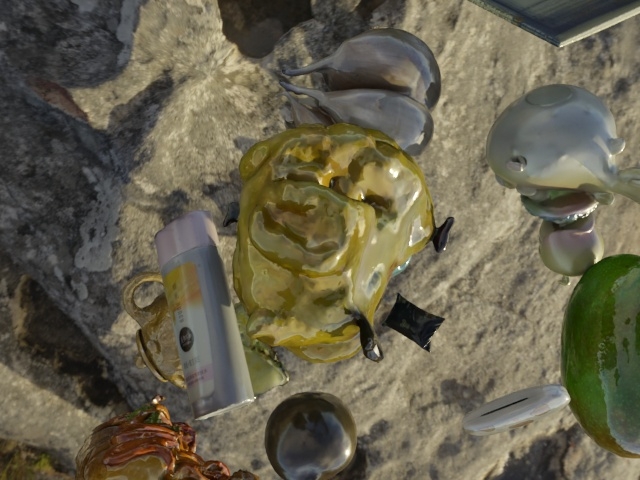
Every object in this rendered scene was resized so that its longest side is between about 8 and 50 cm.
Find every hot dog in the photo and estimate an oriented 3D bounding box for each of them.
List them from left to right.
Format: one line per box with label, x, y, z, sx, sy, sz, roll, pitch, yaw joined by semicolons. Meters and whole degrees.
hot dog;-0.169;0.241;0.523;0.158;0.349;0.117;44;61;-4

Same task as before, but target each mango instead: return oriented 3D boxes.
mango;0.545;0.209;0.903;0.201;0.225;0.382;-6;103;1

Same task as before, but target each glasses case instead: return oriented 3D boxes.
glasses case;0.288;0.254;0.752;0.164;0.041;0.063;-35;135;31

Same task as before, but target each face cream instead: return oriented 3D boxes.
face cream;-0.161;0.098;0.688;0.107;0.269;0.073;-28;159;29

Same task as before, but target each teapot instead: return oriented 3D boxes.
teapot;-0.301;0.198;1.011;0.167;0.203;0.311;-29;122;-10

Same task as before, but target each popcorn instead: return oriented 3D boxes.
popcorn;0.000;0.000;0.635;0.280;0.316;0.298;18;106;19

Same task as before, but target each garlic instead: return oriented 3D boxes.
garlic;0.073;-0.212;0.819;0.292;0.237;0.210;25;64;-54

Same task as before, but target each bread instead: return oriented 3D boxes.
bread;-0.229;0.311;1.370;0.204;0.162;0.262;-23;83;-21

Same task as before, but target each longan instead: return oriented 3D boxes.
longan;-0.034;0.623;1.595;0.297;0.297;0.297;-4;109;-11

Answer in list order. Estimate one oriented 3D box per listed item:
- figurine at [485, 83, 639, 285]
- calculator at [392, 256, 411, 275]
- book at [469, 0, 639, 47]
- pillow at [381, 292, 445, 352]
figurine;0.449;-0.074;0.897;0.226;0.274;0.394;-36;123;-20
calculator;0.040;0.127;1.276;0.386;0.256;0.055;-26;86;37
book;0.379;-0.444;0.890;0.228;0.322;0.018;-27;143;-14
pillow;0.222;0.198;1.223;0.090;0.150;0.048;-50;135;-12
